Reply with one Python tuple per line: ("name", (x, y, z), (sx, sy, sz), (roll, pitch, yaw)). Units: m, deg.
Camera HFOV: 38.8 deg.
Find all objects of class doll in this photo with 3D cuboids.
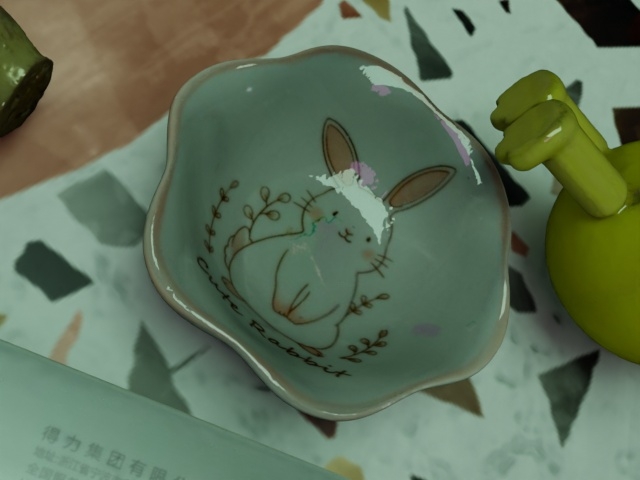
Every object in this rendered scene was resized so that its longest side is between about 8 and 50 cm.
("doll", (0.249, 0.034, 0.584), (0.363, 0.145, 0.199), (43, 28, -17))

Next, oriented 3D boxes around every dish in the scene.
("dish", (0.000, 0.000, 0.533), (0.229, 0.081, 0.229), (9, 66, -19))

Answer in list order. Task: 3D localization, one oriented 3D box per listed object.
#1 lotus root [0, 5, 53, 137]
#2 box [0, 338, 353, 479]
("lotus root", (-0.270, -0.119, 0.461), (0.258, 0.097, 0.110), (25, 72, -20))
("box", (-0.101, 0.122, 0.422), (0.269, 0.135, 0.079), (25, 62, -12))
